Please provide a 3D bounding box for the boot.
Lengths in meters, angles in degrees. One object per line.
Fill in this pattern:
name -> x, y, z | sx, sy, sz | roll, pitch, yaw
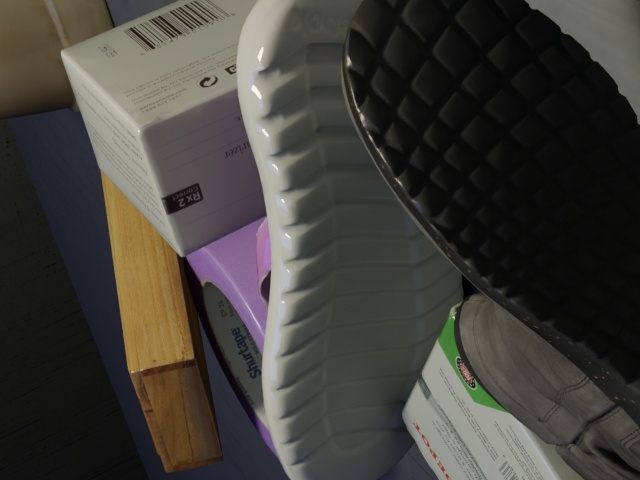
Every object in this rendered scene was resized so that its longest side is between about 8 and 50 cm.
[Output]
boot -> 0.110, 0.027, 0.736 | 0.338, 0.118, 0.223 | 50, 164, -2

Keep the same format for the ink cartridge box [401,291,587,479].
ink cartridge box -> 0.140, 0.128, 0.951 | 0.153, 0.087, 0.208 | 58, 162, 18

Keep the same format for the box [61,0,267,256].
box -> -0.081, -0.106, 1.109 | 0.182, 0.181, 0.119 | 42, 154, 51

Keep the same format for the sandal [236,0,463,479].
sandal -> 0.014, -0.004, 1.026 | 0.102, 0.169, 0.416 | 37, 137, 51

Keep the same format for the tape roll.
tape roll -> -0.042, 0.106, 1.476 | 0.275, 0.090, 0.275 | 55, 161, 30

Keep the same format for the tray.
tray -> -0.190, 0.035, 1.609 | 0.203, 0.076, 0.411 | 82, 176, -50

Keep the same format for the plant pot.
plant pot -> -0.444, -0.275, 1.798 | 0.323, 0.280, 0.323 | 56, 163, 27
